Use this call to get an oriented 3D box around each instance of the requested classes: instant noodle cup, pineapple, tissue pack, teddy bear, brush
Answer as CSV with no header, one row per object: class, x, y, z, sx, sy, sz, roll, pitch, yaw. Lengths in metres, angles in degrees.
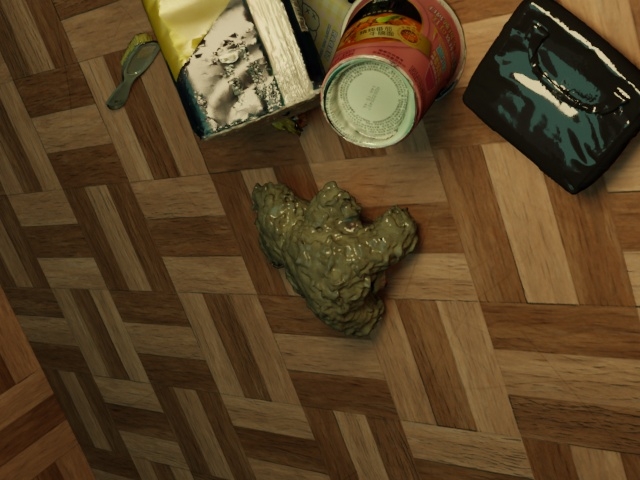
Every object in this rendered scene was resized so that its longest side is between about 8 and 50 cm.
instant noodle cup,0.113,-0.280,1.572,0.243,0.255,0.244,9,125,13
pineapple,-0.099,-0.299,1.898,0.224,0.076,0.225,38,169,9
tissue pack,-0.166,-0.403,1.648,0.264,0.253,0.417,-83,-28,-85
teddy bear,0.000,0.000,1.996,0.367,0.224,0.357,49,143,28
brush,-0.455,-0.408,2.219,0.297,0.068,0.060,-41,67,51

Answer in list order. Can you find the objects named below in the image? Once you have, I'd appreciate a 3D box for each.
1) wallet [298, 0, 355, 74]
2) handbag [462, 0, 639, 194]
wallet,-0.041,-0.426,1.796,0.309,0.077,0.223,39,134,19
handbag,0.388,-0.236,1.518,0.275,0.088,0.244,45,137,15
